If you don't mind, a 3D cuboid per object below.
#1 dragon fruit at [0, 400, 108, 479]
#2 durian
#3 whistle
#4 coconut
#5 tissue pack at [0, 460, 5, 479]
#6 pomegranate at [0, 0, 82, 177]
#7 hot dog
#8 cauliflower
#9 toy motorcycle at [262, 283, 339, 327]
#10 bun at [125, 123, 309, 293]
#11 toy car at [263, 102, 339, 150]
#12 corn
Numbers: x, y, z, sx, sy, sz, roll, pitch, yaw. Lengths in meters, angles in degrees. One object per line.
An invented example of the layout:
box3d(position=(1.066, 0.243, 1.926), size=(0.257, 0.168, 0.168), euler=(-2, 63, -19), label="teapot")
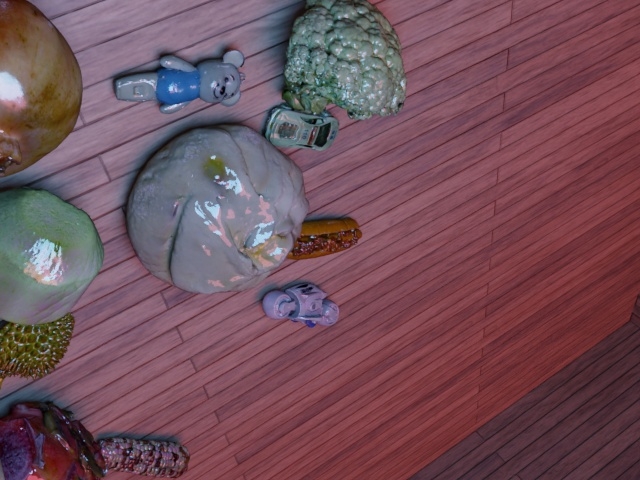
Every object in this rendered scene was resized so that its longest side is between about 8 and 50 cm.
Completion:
box3d(position=(-0.592, 0.484, 1.357), size=(0.269, 0.250, 0.291), euler=(-30, 153, -9), label="dragon fruit")
box3d(position=(-0.569, 0.221, 1.256), size=(0.208, 0.102, 0.146), euler=(-45, 146, 6), label="durian")
box3d(position=(-0.237, -0.271, 1.133), size=(0.236, 0.077, 0.114), euler=(-14, 138, -29), label="whistle")
box3d(position=(-0.483, 0.031, 1.088), size=(0.236, 0.204, 0.236), euler=(-31, 167, -8), label="coconut")
box3d(position=(-0.700, 0.322, 1.074), size=(0.238, 0.305, 0.238), euler=(-21, 136, -22), label="tissue pack")
box3d(position=(-0.447, -0.195, 0.873), size=(0.252, 0.270, 0.229), euler=(-31, 147, -6), label="pomegranate")
box3d(position=(0.000, 0.000, 1.557), size=(0.249, 0.076, 0.102), euler=(-6, 130, -38), label="hot dog")
box3d(position=(0.031, -0.315, 1.221), size=(0.250, 0.272, 0.275), euler=(-31, 133, 34), label="cauliflower")
box3d(position=(-0.044, 0.161, 1.655), size=(0.254, 0.112, 0.112), euler=(17, 111, -47), label="toy motorcycle")
box3d(position=(-0.184, -0.040, 1.263), size=(0.365, 0.219, 0.365), euler=(-21, 131, -26), label="bun")
box3d(position=(-0.030, -0.231, 1.352), size=(0.186, 0.058, 0.093), euler=(0, 121, -40), label="toy car")
box3d(position=(-0.449, 0.548, 1.642), size=(0.280, 0.092, 0.092), euler=(26, 105, -45), label="corn")
